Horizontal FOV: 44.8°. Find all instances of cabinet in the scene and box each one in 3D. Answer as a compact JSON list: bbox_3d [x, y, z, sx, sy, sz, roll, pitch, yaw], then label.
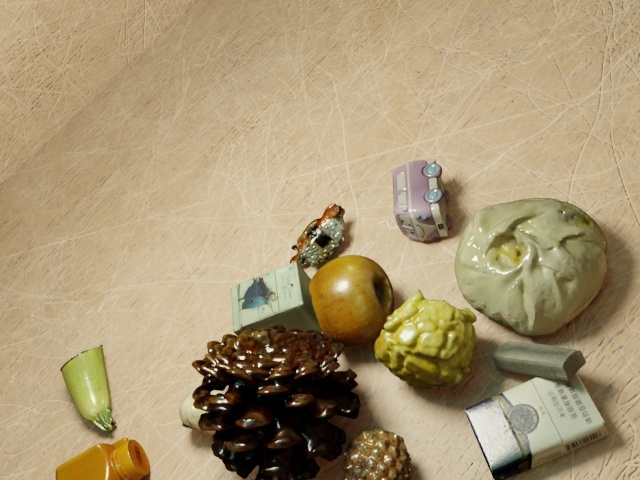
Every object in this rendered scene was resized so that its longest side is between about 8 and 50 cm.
[{"bbox_3d":[-0.119,0.181,2.078,0.206,0.150,0.145,-21,49,13],"label":"cabinet"}]

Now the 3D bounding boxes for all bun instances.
[{"bbox_3d":[0.484,0.030,1.828,0.365,0.219,0.365,-12,51,15],"label":"bun"}]

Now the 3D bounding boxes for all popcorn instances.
[{"bbox_3d":[0.250,0.224,1.793,0.249,0.249,0.225,11,66,34],"label":"popcorn"}]

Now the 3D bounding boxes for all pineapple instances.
[{"bbox_3d":[0.123,0.518,1.692,0.166,0.166,0.193,-14,50,18],"label":"pineapple"}]

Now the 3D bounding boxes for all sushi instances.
[{"bbox_3d":[0.002,0.002,2.190,0.226,0.097,0.103,-47,41,9],"label":"sushi"}]

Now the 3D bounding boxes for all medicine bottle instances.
[{"bbox_3d":[-0.562,0.613,2.008,0.222,0.112,0.149,-30,47,4],"label":"medicine bottle"}]

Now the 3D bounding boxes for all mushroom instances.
[{"bbox_3d":[-0.286,0.438,1.999,0.154,0.123,0.154,-14,12,3],"label":"mushroom"}]

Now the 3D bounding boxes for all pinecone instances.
[{"bbox_3d":[-0.099,0.381,1.790,0.397,0.398,0.398,-14,50,18],"label":"pinecone"}]

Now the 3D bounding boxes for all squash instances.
[{"bbox_3d":[-0.660,0.430,2.195,0.137,0.137,0.288,-30,49,5],"label":"squash"}]

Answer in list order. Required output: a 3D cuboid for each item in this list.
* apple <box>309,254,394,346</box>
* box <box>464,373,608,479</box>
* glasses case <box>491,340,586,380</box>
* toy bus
[{"bbox_3d":[0.072,0.154,1.959,0.207,0.237,0.237,-21,47,28],"label":"apple"},{"bbox_3d":[0.458,0.389,1.664,0.259,0.071,0.168,-26,47,6],"label":"box"},{"bbox_3d":[0.475,0.261,1.706,0.070,0.047,0.205,-36,16,-28],"label":"glasses case"},{"bbox_3d":[0.273,-0.104,2.098,0.142,0.142,0.203,-10,51,14],"label":"toy bus"}]
